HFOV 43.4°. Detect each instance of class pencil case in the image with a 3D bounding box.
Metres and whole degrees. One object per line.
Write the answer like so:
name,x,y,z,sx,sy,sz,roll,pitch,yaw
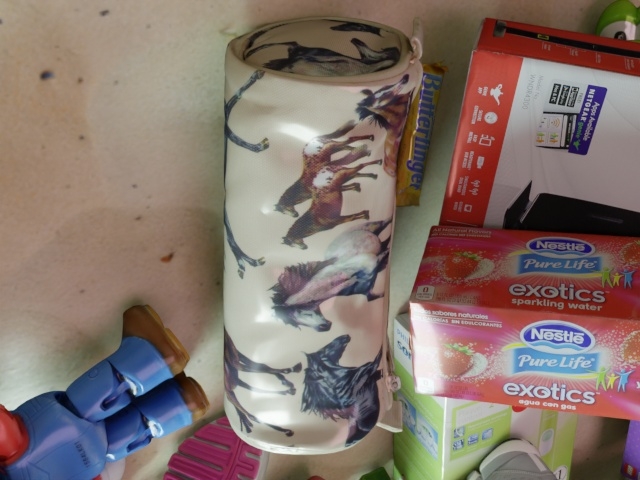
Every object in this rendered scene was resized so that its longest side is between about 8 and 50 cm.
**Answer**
pencil case,0.000,0.000,0.747,0.184,0.160,0.410,0,117,-5

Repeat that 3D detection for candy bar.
candy bar,0.101,-0.110,0.839,0.040,0.018,0.161,-5,118,-28

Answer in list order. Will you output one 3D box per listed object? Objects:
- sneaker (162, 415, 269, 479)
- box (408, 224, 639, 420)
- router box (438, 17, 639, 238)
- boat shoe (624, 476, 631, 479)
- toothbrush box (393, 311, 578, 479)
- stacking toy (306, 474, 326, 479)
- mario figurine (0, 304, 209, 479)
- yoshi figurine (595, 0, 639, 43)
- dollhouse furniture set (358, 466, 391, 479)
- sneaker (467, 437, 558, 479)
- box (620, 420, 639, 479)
sneaker,-0.122,0.309,0.897,0.252,0.103,0.111,-65,155,1
box,0.219,0.074,0.755,0.257,0.128,0.122,4,126,16
router box,0.274,-0.028,0.799,0.301,0.082,0.335,12,127,10
boat shoe,0.620,0.385,1.337,0.121,0.119,0.335,30,98,-37
toothbrush box,0.207,0.209,1.007,0.206,0.122,0.283,-15,120,-21
stacking toy,0.008,0.459,0.936,0.130,0.279,0.308,-21,120,-20
mario figurine,-0.278,0.180,0.744,0.321,0.170,0.198,-31,91,-24
yoshi figurine,0.338,-0.073,0.883,0.204,0.203,0.362,-13,112,-8
dollhouse furniture set,0.058,0.372,1.074,0.076,0.058,0.151,-13,141,-32
sneaker,0.190,0.343,0.913,0.086,0.132,0.228,36,97,-36
box,0.540,0.203,1.200,0.201,0.057,0.293,-26,127,-36
